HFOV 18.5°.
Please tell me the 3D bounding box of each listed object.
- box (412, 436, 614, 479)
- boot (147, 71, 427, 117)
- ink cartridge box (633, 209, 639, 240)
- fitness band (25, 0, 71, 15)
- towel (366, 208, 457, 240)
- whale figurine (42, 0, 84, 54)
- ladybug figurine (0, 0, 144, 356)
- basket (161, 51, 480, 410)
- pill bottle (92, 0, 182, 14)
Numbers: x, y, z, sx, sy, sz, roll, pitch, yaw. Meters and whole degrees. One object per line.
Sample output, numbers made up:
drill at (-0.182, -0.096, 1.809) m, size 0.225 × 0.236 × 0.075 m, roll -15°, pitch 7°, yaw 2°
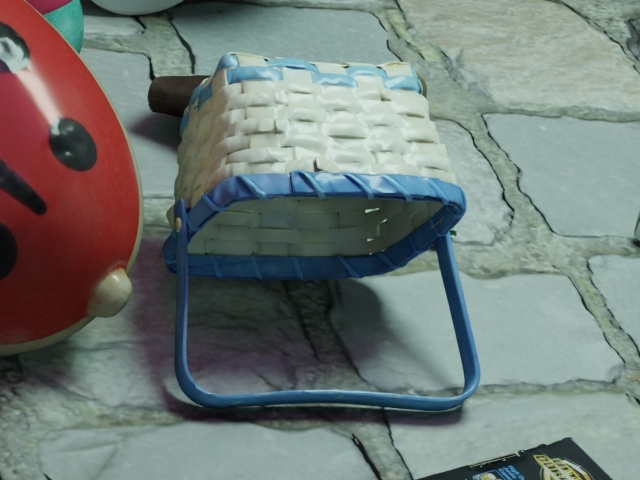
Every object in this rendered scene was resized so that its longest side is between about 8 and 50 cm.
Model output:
box at (0.148, 0.278, 1.367) m, size 0.293 × 0.073 × 0.295 m, roll -10°, pitch 41°, yaw -36°
boot at (-0.025, -0.137, 1.890) m, size 0.206 × 0.090 × 0.248 m, roll 15°, pitch 14°, yaw 23°
ink cartridge box at (0.471, -0.035, 1.925) m, size 0.207 × 0.117 × 0.283 m, roll 36°, pitch 37°, yaw 27°
fitness band at (-0.330, -0.266, 1.702) m, size 0.290 × 0.054 × 0.209 m, roll 7°, pitch 38°, yaw 7°
towel at (0.048, -0.039, 1.838) m, size 0.152 × 0.023 × 0.113 m, roll 8°, pitch 32°, yaw -9°
whale figurine at (-0.295, -0.194, 1.744) m, size 0.216 × 0.141 × 0.272 m, roll 32°, pitch 13°, yaw -10°
ladybug figurine at (-0.326, -0.092, 1.503) m, size 0.449 × 0.162 × 0.305 m, roll 33°, pitch 72°, yaw 1°
basket at (0.000, 0.000, 1.620) m, size 0.254 × 0.201 × 0.289 m, roll 4°, pitch 63°, yaw -21°
pill bottle at (-0.222, -0.381, 2.065) m, size 0.160 × 0.160 × 0.283 m, roll -4°, pitch 44°, yaw -28°
